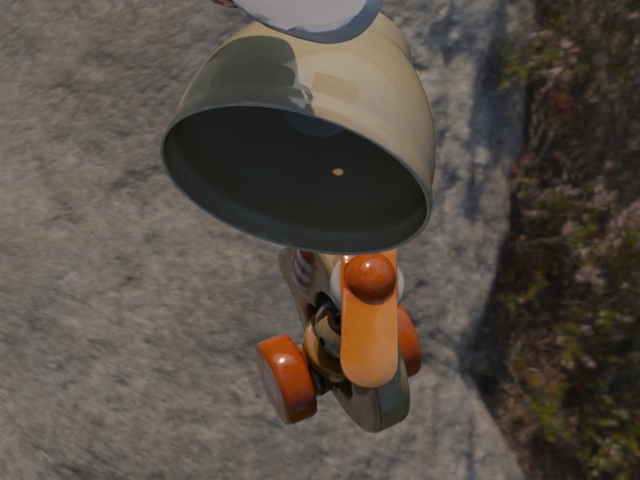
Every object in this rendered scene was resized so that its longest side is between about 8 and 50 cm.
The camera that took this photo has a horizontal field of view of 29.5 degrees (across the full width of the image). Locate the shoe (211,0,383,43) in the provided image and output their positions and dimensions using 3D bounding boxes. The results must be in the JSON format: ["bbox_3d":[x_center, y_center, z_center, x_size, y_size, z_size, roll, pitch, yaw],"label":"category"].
[{"bbox_3d":[-0.027,-0.137,0.579,0.063,0.178,0.081,-54,151,3],"label":"shoe"}]

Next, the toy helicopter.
[{"bbox_3d":[0.000,0.000,1.059,0.140,0.235,0.355,-20,95,-14],"label":"toy helicopter"}]

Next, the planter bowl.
[{"bbox_3d":[-0.003,-0.077,0.725,0.162,0.162,0.109,27,62,-24],"label":"planter bowl"}]
